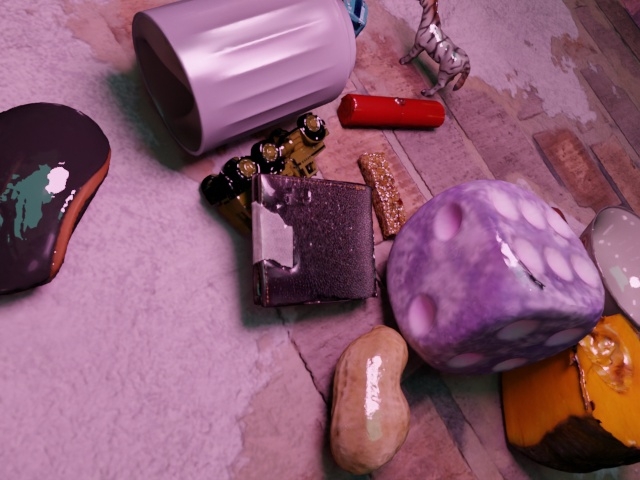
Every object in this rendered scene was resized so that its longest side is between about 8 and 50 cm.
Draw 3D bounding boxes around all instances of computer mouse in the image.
[{"bbox_3d":[-0.420,-0.074,0.661,0.183,0.116,0.323,19,61,-14],"label":"computer mouse"}]

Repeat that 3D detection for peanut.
[{"bbox_3d":[0.085,0.253,0.780,0.137,0.122,0.253,28,53,-28],"label":"peanut"}]

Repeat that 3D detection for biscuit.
[{"bbox_3d":[0.137,-0.101,1.014,0.064,0.034,0.198,-7,72,-31],"label":"biscuit"}]

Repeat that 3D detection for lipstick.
[{"bbox_3d":[0.174,-0.302,1.104,0.280,0.073,0.073,-7,72,-31],"label":"lipstick"}]

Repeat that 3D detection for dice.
[{"bbox_3d":[0.300,0.072,0.849,0.270,0.271,0.270,13,48,-30],"label":"dice"}]

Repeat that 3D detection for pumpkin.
[{"bbox_3d":[0.519,0.303,0.920,0.304,0.225,0.256,-11,71,-31],"label":"pumpkin"}]

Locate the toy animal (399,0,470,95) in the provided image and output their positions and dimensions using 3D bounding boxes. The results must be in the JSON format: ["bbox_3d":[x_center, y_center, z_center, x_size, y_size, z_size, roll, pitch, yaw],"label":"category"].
[{"bbox_3d":[0.271,-0.488,1.184,0.090,0.170,0.255,-43,109,-29],"label":"toy animal"}]

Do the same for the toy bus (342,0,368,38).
[{"bbox_3d":[0.037,-0.476,1.054,0.092,0.160,0.079,19,60,-22],"label":"toy bus"}]

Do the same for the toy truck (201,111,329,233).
[{"bbox_3d":[-0.083,-0.131,0.864,0.127,0.127,0.257,53,53,-16],"label":"toy truck"}]

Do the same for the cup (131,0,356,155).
[{"bbox_3d":[-0.148,-0.337,0.851,0.327,0.236,0.323,-31,50,-25],"label":"cup"}]

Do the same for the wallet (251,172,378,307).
[{"bbox_3d":[0.000,0.000,0.815,0.263,0.071,0.220,2,87,-39],"label":"wallet"}]

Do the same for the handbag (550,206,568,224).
[{"bbox_3d":[0.464,0.034,1.042,0.182,0.181,0.254,5,63,-28],"label":"handbag"}]

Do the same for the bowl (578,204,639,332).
[{"bbox_3d":[0.726,0.094,1.166,0.338,0.157,0.336,12,62,-24],"label":"bowl"}]
